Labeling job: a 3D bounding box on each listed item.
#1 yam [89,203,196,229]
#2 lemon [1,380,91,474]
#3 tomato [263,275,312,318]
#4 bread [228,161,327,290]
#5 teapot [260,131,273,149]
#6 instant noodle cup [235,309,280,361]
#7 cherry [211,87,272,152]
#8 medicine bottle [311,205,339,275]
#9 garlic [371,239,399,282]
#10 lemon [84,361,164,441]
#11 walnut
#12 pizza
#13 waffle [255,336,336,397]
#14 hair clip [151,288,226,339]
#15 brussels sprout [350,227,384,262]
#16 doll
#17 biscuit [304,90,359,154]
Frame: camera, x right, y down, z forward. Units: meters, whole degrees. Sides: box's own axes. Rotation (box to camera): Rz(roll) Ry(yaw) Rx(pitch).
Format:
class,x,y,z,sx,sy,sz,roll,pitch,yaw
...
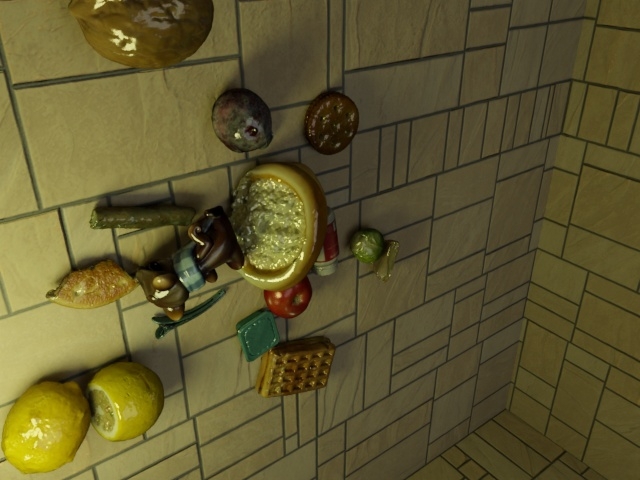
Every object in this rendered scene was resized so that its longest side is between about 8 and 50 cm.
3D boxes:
class,x,y,z,sx,sy,sz,roll,pitch,yaw
yam,-0.516,-0.070,1.724,0.317,0.067,0.071,-4,156,-39
lemon,-0.793,0.538,1.701,0.233,0.233,0.288,38,79,-45
tomato,-0.122,0.189,2.151,0.195,0.136,0.195,-22,125,-35
bread,-0.143,-0.051,1.956,0.329,0.245,0.423,8,101,1
teapot,-0.187,-0.340,1.874,0.057,0.066,0.088,-41,113,-43
instant noodle cup,-0.241,0.345,2.183,0.157,0.070,0.179,-32,129,-26
cherry,-0.229,-0.353,1.736,0.195,0.195,0.195,-20,124,-32
medicine bottle,0.000,0.000,2.160,0.131,0.131,0.250,-27,128,-27
garlic,0.261,0.073,2.445,0.087,0.101,0.195,1,115,-36
lemon,-0.600,0.497,1.845,0.219,0.240,0.240,-16,123,-52
walnut,-0.425,-0.564,1.388,0.333,0.333,0.332,-20,124,-32
pizza,-0.657,0.132,1.705,0.271,0.056,0.134,-21,110,-38
waffle,-0.099,0.514,2.379,0.328,0.098,0.224,0,110,-42
hair clip,-0.439,0.239,1.982,0.275,0.048,0.083,-27,126,-34
brussels sprout,0.186,0.020,2.343,0.155,0.117,0.155,-3,96,-28
doll,-0.400,0.059,1.781,0.340,0.209,0.318,-43,155,-18
biscuit,0.037,-0.405,2.023,0.221,0.066,0.220,-18,123,-29
